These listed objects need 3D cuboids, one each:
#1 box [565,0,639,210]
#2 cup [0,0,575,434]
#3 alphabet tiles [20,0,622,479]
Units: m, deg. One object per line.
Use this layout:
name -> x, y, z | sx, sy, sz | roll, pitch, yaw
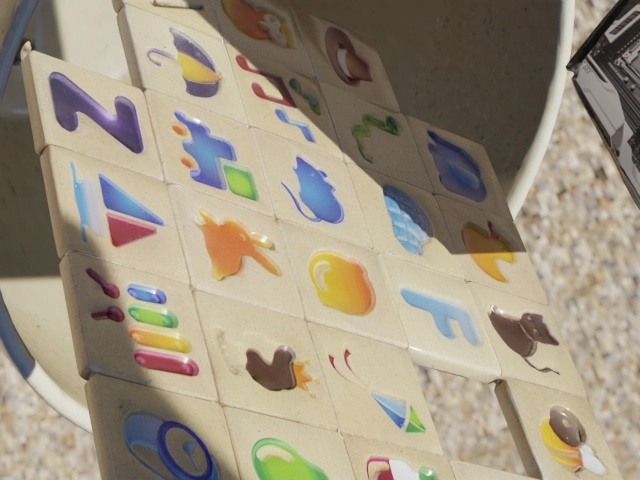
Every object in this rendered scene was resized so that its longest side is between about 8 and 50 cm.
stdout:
box -> 0.255, -0.118, 0.499 | 0.242, 0.076, 0.307 | -3, 145, -32
cup -> -0.076, -0.098, 0.832 | 0.331, 0.237, 0.331 | -22, 128, -32
alphabet tiles -> 0.000, 0.000, 0.529 | 0.198, 0.237, 0.009 | 18, 129, -35
